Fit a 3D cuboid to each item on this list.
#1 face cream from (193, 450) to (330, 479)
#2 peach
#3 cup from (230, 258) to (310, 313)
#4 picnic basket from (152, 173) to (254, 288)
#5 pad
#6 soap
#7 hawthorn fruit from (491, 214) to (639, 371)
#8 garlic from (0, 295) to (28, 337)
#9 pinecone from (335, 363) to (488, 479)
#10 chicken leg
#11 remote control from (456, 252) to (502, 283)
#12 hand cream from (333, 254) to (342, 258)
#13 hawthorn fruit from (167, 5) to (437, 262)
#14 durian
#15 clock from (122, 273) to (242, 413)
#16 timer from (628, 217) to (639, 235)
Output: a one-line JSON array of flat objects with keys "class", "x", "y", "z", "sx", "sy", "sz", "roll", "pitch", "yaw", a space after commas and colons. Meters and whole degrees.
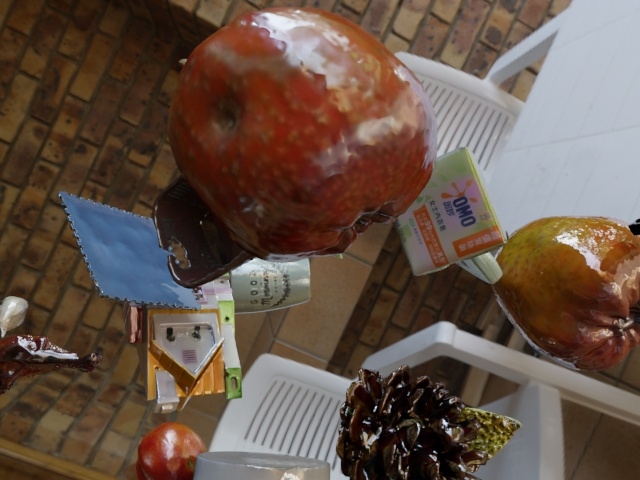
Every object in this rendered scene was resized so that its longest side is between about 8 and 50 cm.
[{"class": "face cream", "x": -0.078, "y": 0.353, "z": 0.639, "sx": 0.177, "sy": 0.177, "sz": 0.153, "roll": 138, "pitch": 140, "yaw": -65}, {"class": "peach", "x": -0.206, "y": 0.313, "z": 0.715, "sx": 0.101, "sy": 0.100, "sz": 0.101, "roll": -61, "pitch": 11, "yaw": 20}, {"class": "cup", "x": -0.151, "y": 0.086, "z": 1.542, "sx": 0.186, "sy": 0.233, "sz": 0.258, "roll": -113, "pitch": 20, "yaw": -77}, {"class": "picnic basket", "x": -0.149, "y": -0.048, "z": 0.928, "sx": 0.296, "sy": 0.129, "sz": 0.223, "roll": -31, "pitch": 70, "yaw": 27}, {"class": "pad", "x": -0.379, "y": 0.027, "z": 1.037, "sx": 0.012, "sy": 0.269, "sz": 0.269, "roll": -41, "pitch": -28, "yaw": 13}, {"class": "soap", "x": 0.236, "y": -0.053, "z": 0.972, "sx": 0.182, "sy": 0.200, "sz": 0.138, "roll": -23, "pitch": -7, "yaw": 20}, {"class": "hawthorn fruit", "x": 0.733, "y": 0.128, "z": 1.478, "sx": 0.472, "sy": 0.471, "sz": 0.472, "roll": -61, "pitch": 11, "yaw": 20}, {"class": "garlic", "x": -0.765, "y": 0.182, "z": 1.277, "sx": 0.152, "sy": 0.066, "sz": 0.084, "roll": 3, "pitch": 105, "yaw": 67}, {"class": "pinecone", "x": 0.168, "y": 0.377, "z": 0.954, "sx": 0.298, "sy": 0.295, "sz": 0.242, "roll": -19, "pitch": -48, "yaw": -56}, {"class": "chicken leg", "x": -0.406, "y": 0.171, "z": 0.681, "sx": 0.048, "sy": 0.219, "sz": 0.090, "roll": 103, "pitch": 145, "yaw": -76}, {"class": "remote control", "x": 0.324, "y": 0.007, "z": 1.257, "sx": 0.056, "sy": 0.140, "sz": 0.296, "roll": -46, "pitch": 27, "yaw": 0}, {"class": "hand cream", "x": 0.000, "y": 0.000, "z": 1.357, "sx": 0.046, "sy": 0.175, "sz": 0.095, "roll": -23, "pitch": 73, "yaw": 36}, {"class": "hawthorn fruit", "x": -0.028, "y": -0.115, "z": 0.553, "sx": 0.275, "sy": 0.299, "sz": 0.275, "roll": -55, "pitch": -3, "yaw": -5}, {"class": "durian", "x": 0.349, "y": 0.441, "z": 1.182, "sx": 0.252, "sy": 0.139, "sz": 0.145, "roll": 115, "pitch": 147, "yaw": -64}, {"class": "clock", "x": -0.307, "y": 0.233, "z": 1.141, "sx": 0.166, "sy": 0.235, "sz": 0.310, "roll": -60, "pitch": 38, "yaw": 40}, {"class": "timer", "x": 0.798, "y": -0.056, "z": 1.160, "sx": 0.144, "sy": 0.055, "sz": 0.187, "roll": -30, "pitch": -10, "yaw": 15}]
